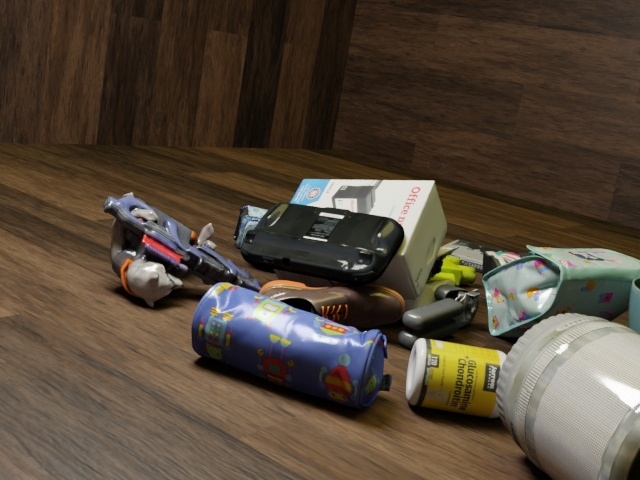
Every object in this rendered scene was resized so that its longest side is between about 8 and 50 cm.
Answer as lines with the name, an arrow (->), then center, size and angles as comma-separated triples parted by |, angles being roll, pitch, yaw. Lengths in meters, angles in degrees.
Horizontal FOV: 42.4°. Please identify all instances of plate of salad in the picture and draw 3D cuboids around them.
plate of salad -> 0.218, 0.068, 1.800 | 0.199, 0.048, 0.200 | -28, -7, -4

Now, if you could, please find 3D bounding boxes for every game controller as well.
game controller -> 0.000, 0.000, 1.583 | 0.319, 0.067, 0.166 | 10, 40, 33

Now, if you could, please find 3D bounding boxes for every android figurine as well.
android figurine -> 0.233, 0.061, 2.014 | 0.272, 0.056, 0.248 | 6, 14, -19

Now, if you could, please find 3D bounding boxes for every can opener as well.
can opener -> 0.224, 0.142, 1.610 | 0.095, 0.076, 0.283 | 22, 19, 34

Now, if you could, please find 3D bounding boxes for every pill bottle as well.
pill bottle -> 0.227, 0.211, 1.248 | 0.184, 0.103, 0.103 | 9, 13, -1

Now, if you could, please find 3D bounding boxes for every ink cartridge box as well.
ink cartridge box -> 0.076, -0.009, 1.691 | 0.307, 0.129, 0.223 | 3, 45, 28

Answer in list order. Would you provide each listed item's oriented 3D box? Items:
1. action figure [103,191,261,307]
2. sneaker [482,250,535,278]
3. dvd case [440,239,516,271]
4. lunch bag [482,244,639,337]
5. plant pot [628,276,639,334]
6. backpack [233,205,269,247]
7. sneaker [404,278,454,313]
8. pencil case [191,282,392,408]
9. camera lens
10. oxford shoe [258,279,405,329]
action figure -> -0.290, 0.043, 1.612 | 0.341, 0.178, 0.330 | 35, 15, -13
sneaker -> 0.486, 0.090, 1.953 | 0.178, 0.124, 0.295 | 1, 11, 4
dvd case -> 0.430, 0.044, 2.298 | 0.179, 0.030, 0.238 | 16, 15, 24
lunch bag -> 0.478, 0.095, 1.607 | 0.223, 0.160, 0.262 | 3, -23, -21
plant pot -> 0.665, 0.198, 1.426 | 0.290, 0.196, 0.290 | 9, 12, -2
backpack -> -0.143, -0.020, 1.991 | 0.114, 0.105, 0.084 | 7, 35, -17
sneaker -> 0.197, 0.123, 1.719 | 0.094, 0.080, 0.212 | -1, 3, 34
pencil case -> -0.041, 0.154, 1.251 | 0.306, 0.119, 0.133 | 15, 43, 20
camera lens -> 0.375, 0.228, 1.024 | 0.219, 0.220, 0.274 | 4, 14, -23
oxford shoe -> 0.019, 0.130, 1.493 | 0.271, 0.097, 0.098 | 0, 17, 2
